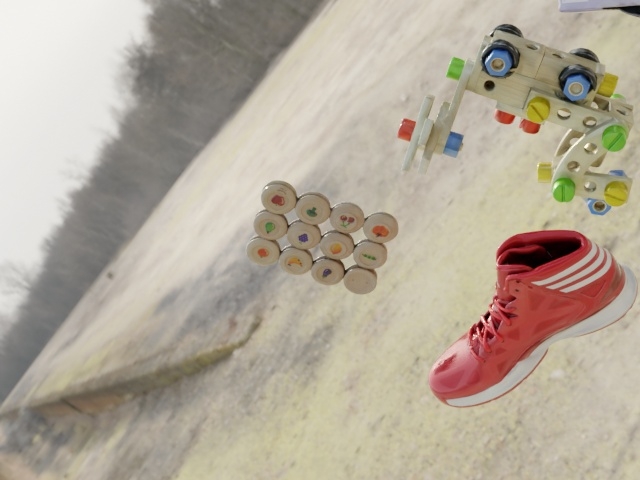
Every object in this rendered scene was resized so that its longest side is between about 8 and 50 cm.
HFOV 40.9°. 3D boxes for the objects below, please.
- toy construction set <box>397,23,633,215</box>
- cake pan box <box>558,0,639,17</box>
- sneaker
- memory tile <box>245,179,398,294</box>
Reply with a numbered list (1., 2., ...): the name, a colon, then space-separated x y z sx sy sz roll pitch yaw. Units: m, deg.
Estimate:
1. toy construction set: 0.269 -0.153 1.134 0.151 0.327 0.215 -86 8 -51
2. cake pan box: 0.358 -0.368 0.897 0.245 0.070 0.267 19 116 60
3. sneaker: 0.165 0.061 0.788 0.221 0.128 0.087 -39 36 18
4. memory tile: 0.000 0.000 0.900 0.012 0.148 0.113 -81 9 -51
